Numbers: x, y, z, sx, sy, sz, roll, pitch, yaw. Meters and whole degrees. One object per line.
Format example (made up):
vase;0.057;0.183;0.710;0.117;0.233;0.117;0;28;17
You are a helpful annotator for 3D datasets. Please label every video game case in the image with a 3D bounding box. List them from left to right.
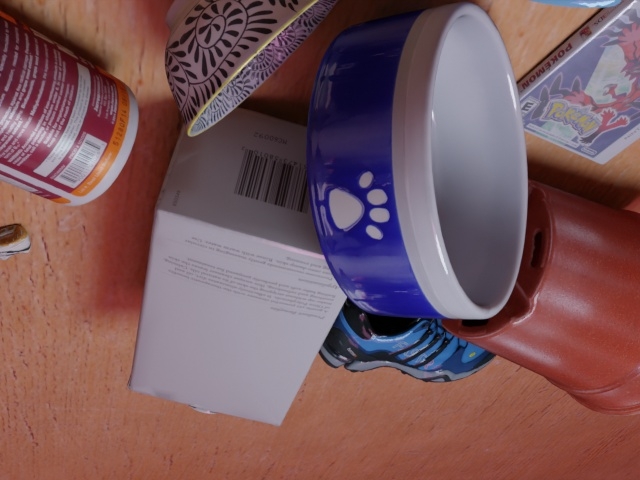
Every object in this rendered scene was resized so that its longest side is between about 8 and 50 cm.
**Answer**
video game case;0.315;-0.164;0.889;0.201;0.023;0.183;14;138;-37

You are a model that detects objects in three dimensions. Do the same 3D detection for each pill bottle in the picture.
pill bottle;-0.262;-0.117;0.648;0.121;0.121;0.221;-31;144;26

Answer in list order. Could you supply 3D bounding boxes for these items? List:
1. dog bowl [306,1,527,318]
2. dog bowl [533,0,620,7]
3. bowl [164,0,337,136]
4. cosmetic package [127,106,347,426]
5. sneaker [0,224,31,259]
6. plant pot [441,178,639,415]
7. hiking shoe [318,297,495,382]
dog bowl;0.095;-0.064;0.722;0.104;0.265;0.265;-2;155;29
dog bowl;0.256;-0.246;0.597;0.297;0.166;0.074;-2;135;2
bowl;-0.068;-0.169;0.656;0.080;0.170;0.170;47;125;-5
cosmetic package;-0.085;0.045;0.893;0.196;0.155;0.365;16;143;-8
sneaker;-0.354;0.011;0.896;0.083;0.032;0.037;-11;148;-4
plant pot;0.293;0.054;1.024;0.265;0.272;0.272;20;135;-30
hiking shoe;0.149;0.133;1.203;0.304;0.113;0.132;1;146;-23
